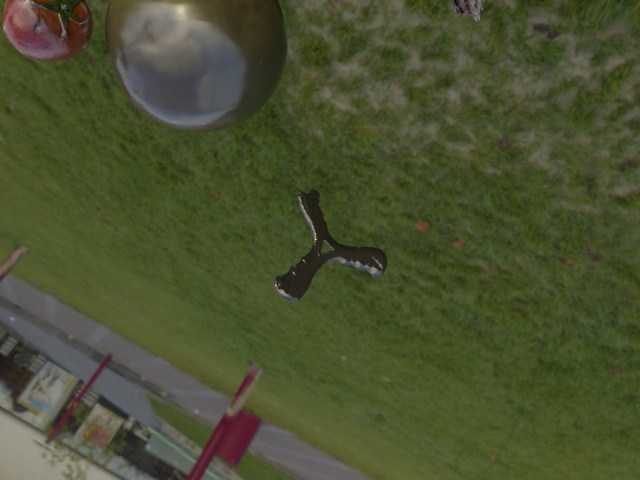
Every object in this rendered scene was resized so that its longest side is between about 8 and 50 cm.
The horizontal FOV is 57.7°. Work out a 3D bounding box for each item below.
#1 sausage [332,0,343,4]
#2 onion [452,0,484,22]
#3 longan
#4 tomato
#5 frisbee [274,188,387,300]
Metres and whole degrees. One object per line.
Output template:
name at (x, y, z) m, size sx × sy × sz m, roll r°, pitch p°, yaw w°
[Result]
sausage at (0.023, -0.664, 1.253) m, size 0.102 × 0.076 × 0.302 m, roll 10°, pitch 143°, yaw 28°
onion at (0.078, -0.415, 0.693) m, size 0.159 × 0.349 × 0.267 m, roll -13°, pitch 169°, yaw 9°
longan at (-0.201, -0.341, 0.990) m, size 0.318 × 0.319 × 0.319 m, roll 25°, pitch 155°, yaw 13°
tomato at (-0.527, -0.425, 1.123) m, size 0.167 × 0.167 × 0.167 m, roll 25°, pitch 155°, yaw 13°
frisbee at (0.000, 0.000, 1.001) m, size 0.188 × 0.210 × 0.012 m, roll 69°, pitch 159°, yaw 6°
